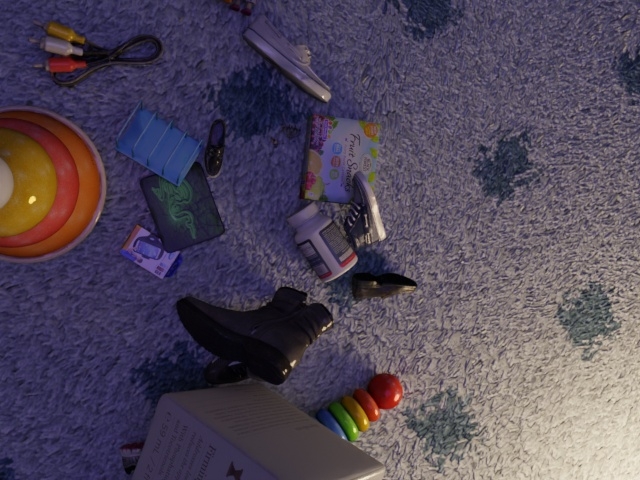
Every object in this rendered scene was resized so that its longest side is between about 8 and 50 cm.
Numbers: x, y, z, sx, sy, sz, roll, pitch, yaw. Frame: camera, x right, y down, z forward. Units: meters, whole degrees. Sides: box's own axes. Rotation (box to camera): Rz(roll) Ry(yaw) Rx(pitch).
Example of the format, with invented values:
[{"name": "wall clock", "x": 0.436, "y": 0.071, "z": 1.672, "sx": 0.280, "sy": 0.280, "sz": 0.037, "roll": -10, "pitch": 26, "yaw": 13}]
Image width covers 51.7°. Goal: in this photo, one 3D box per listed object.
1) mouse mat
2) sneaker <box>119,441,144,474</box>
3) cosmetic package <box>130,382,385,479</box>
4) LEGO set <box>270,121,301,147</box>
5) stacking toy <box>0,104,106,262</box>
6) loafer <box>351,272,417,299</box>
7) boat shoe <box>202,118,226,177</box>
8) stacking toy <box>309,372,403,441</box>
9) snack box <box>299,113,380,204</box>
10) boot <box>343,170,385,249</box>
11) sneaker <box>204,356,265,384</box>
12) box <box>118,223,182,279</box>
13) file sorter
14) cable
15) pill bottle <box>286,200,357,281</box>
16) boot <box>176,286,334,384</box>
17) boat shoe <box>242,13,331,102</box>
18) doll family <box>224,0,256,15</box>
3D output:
[{"name": "mouse mat", "x": -0.327, "y": -0.080, "z": 1.568, "sx": 0.152, "sy": 0.007, "sz": 0.190, "roll": -21, "pitch": 90, "yaw": -15}, {"name": "sneaker", "x": -0.390, "y": 0.521, "z": 1.566, "sx": 0.170, "sy": 0.063, "sz": 0.075, "roll": 0, "pitch": 92, "yaw": -7}, {"name": "cosmetic package", "x": -0.145, "y": 0.537, "z": 1.377, "sx": 0.393, "sy": 0.327, "sz": 0.330, "roll": 24, "pitch": 96, "yaw": 33}, {"name": "LEGO set", "x": -0.081, "y": -0.259, "z": 1.615, "sx": 0.054, "sy": 0.023, "sz": 0.083, "roll": 42, "pitch": 84, "yaw": -10}, {"name": "stacking toy", "x": -0.621, "y": -0.119, "z": 1.279, "sx": 0.350, "sy": 0.480, "sz": 0.351, "roll": 0, "pitch": 92, "yaw": -11}, {"name": "loafer", "x": 0.160, "y": 0.120, "z": 1.669, "sx": 0.170, "sy": 0.062, "sz": 0.061, "roll": 5, "pitch": 113, "yaw": -8}, {"name": "boat shoe", "x": -0.252, "y": -0.221, "z": 1.573, "sx": 0.049, "sy": 0.040, "sz": 0.142, "roll": 7, "pitch": 91, "yaw": -12}, {"name": "stacking toy", "x": 0.065, "y": 0.446, "z": 1.627, "sx": 0.330, "sy": 0.141, "sz": 0.141, "roll": -31, "pitch": 98, "yaw": -14}, {"name": "snack box", "x": 0.047, "y": -0.194, "z": 1.620, "sx": 0.174, "sy": 0.070, "sz": 0.207, "roll": 6, "pitch": 93, "yaw": -13}, {"name": "boot", "x": 0.091, "y": -0.067, "z": 1.572, "sx": 0.086, "sy": 0.069, "sz": 0.190, "roll": -24, "pitch": 116, "yaw": -7}, {"name": "sneaker", "x": -0.162, "y": 0.298, "z": 1.575, "sx": 0.234, "sy": 0.106, "sz": 0.078, "roll": -15, "pitch": 106, "yaw": -11}, {"name": "box", "x": -0.397, "y": 0.031, "z": 1.561, "sx": 0.136, "sy": 0.028, "sz": 0.081, "roll": 33, "pitch": 85, "yaw": -9}, {"name": "file sorter", "x": -0.367, "y": -0.222, "z": 1.511, "sx": 0.170, "sy": 0.104, "sz": 0.118, "roll": 31, "pitch": 80, "yaw": -11}, {"name": "cable", "x": -0.505, "y": -0.416, "z": 1.499, "sx": 0.287, "sy": 0.072, "sz": 0.140, "roll": 1, "pitch": 97, "yaw": -12}, {"name": "pill bottle", "x": 0.000, "y": 0.000, "z": 1.600, "sx": 0.108, "sy": 0.108, "sz": 0.180, "roll": -34, "pitch": 98, "yaw": -8}, {"name": "boot", "x": -0.154, "y": 0.186, "z": 1.569, "sx": 0.338, "sy": 0.118, "sz": 0.223, "roll": 28, "pitch": 49, "yaw": 19}, {"name": "boat shoe", "x": -0.064, "y": -0.436, "z": 1.576, "sx": 0.258, "sy": 0.095, "sz": 0.084, "roll": 39, "pitch": 89, "yaw": -11}, {"name": "doll family", "x": -0.233, "y": -0.644, "z": 1.520, "sx": 0.262, "sy": 0.118, "sz": 0.163, "roll": 17, "pitch": 89, "yaw": -12}]
